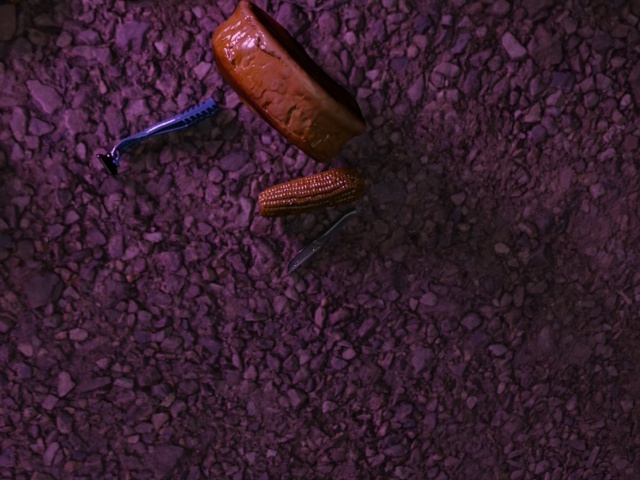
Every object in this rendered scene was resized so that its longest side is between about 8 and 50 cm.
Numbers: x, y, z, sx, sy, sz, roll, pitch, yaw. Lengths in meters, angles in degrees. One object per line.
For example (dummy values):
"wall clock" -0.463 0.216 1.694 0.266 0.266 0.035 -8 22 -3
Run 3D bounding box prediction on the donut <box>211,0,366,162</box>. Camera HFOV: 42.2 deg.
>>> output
"donut" -0.066 -0.284 1.538 0.160 0.330 0.330 -42 116 16

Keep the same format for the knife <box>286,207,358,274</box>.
"knife" 0.000 0.000 1.815 0.210 0.015 0.028 -40 121 2

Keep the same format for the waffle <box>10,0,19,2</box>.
"waffle" -0.619 -0.529 1.406 0.260 0.069 0.293 -12 111 -14

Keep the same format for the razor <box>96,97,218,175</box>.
"razor" -0.317 -0.212 1.627 0.253 0.042 0.082 -28 158 -5

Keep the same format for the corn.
"corn" -0.020 -0.101 1.737 0.231 0.080 0.080 -12 114 -9
